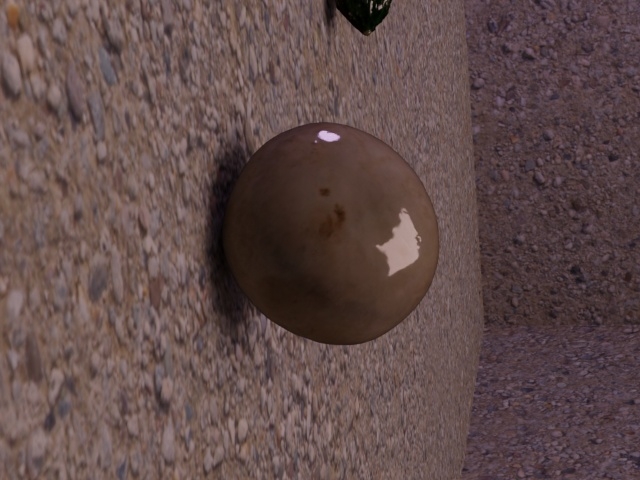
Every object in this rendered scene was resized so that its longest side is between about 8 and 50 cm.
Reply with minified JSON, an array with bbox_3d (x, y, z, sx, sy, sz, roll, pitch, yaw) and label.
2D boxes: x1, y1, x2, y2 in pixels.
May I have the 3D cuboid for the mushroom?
[{"bbox_3d":[0.000,0.000,1.026,0.204,0.204,0.204,-1,90,-77],"label":"mushroom"}]

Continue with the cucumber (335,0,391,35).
[{"bbox_3d":[0.059,-0.435,1.439,0.096,0.096,0.359,18,72,-76],"label":"cucumber"}]
